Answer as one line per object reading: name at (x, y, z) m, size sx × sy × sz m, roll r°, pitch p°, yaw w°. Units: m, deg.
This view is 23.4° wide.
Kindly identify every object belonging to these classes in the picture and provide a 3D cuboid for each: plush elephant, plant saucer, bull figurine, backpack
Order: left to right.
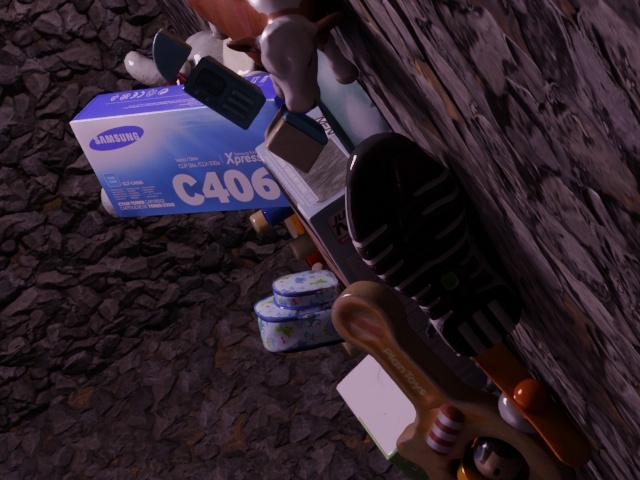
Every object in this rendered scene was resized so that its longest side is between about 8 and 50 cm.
plush elephant at (-0.188, -0.212, 2.350) m, size 0.272 × 0.330 × 0.255 m, roll 109°, pitch 149°, yaw -67°
bull figurine at (-0.061, -0.220, 1.419) m, size 0.310 × 0.101 × 0.188 m, roll 54°, pitch 179°, yaw 29°
backpack at (-0.022, 0.085, 1.884) m, size 0.105 × 0.114 × 0.084 m, roll -127°, pitch 23°, yaw -73°
plant saucer at (0.037, -0.119, 1.613) m, size 0.195 × 0.037 × 0.195 m, roll 56°, pitch 177°, yaw 5°

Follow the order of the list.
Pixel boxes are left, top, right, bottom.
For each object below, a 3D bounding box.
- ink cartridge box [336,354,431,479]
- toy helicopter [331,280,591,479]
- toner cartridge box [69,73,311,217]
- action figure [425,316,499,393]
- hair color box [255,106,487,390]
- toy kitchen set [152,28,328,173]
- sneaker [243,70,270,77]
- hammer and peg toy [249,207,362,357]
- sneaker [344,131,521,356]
ink cartridge box at (0.204, 0.302, 2.138) m, size 0.353 × 0.119 × 0.207 m, roll 41°, pitch -175°, yaw -30°
toy helicopter at (0.153, 0.181, 1.719) m, size 0.355 × 0.140 × 0.235 m, roll 48°, pitch 137°, yaw -9°
toner cartridge box at (-0.154, -0.123, 2.052) m, size 0.348 × 0.075 × 0.165 m, roll -3°, pitch 124°, yaw 34°
action figure at (0.163, 0.100, 1.793) m, size 0.232 × 0.063 × 0.137 m, roll 55°, pitch 170°, yaw -28°
hair color box at (0.076, 0.028, 1.890) m, size 0.374 × 0.114 × 0.185 m, roll 58°, pitch 176°, yaw -37°
toy kitchen set at (-0.059, -0.199, 1.612) m, size 0.207 × 0.166 × 0.122 m, roll 31°, pitch -171°, yaw -9°
sneaker at (-0.044, -0.128, 2.168) m, size 0.296 × 0.104 × 0.147 m, roll 52°, pitch 174°, yaw -30°
hammer and peg toy at (0.000, 0.000, 2.575) m, size 0.361 × 0.127 × 0.266 m, roll 54°, pitch 169°, yaw 28°
sneaker at (0.077, -0.020, 1.441) m, size 0.281 × 0.106 × 0.162 m, roll 57°, pitch 180°, yaw -40°
